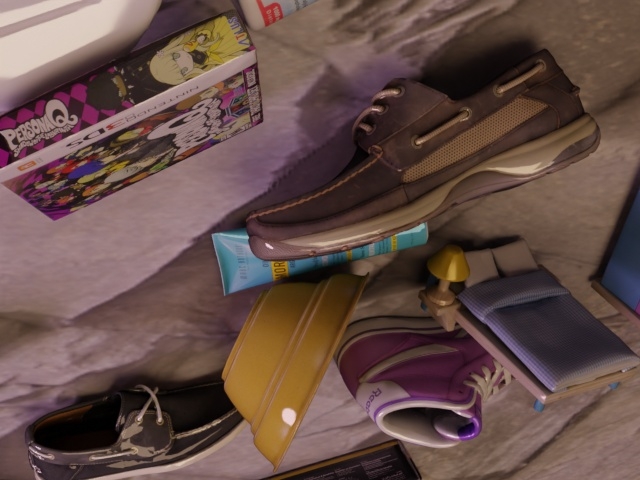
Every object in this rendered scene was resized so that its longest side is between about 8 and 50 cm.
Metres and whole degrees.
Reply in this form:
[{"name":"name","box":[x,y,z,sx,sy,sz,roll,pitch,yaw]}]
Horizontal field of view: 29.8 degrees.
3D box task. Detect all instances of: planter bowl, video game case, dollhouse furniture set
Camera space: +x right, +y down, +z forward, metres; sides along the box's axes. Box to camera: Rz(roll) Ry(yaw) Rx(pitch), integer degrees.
[{"name":"planter bowl","box":[-0.037,0.110,1.182,0.090,0.217,0.217,25,116,1]},{"name":"video game case","box":[-0.148,-0.091,0.955,0.210,0.041,0.232,-25,174,-5]},{"name":"dollhouse furniture set","box":[0.298,0.049,1.186,0.303,0.286,0.198,-9,128,-32]}]

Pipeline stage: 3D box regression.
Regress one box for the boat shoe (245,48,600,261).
[{"name":"boat shoe","box":[0.084,-0.081,1.110,0.355,0.132,0.130,-21,89,-20]}]

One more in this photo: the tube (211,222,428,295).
[{"name":"tube","box":[0.000,0.000,1.182,0.207,0.052,0.080,-13,125,-7]}]

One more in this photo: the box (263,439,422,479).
[{"name":"box","box":[-0.038,0.389,1.429,0.322,0.079,0.257,-15,127,-13]}]

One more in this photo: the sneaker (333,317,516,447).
[{"name":"sneaker","box":[0.168,0.153,1.291,0.282,0.161,0.102,-8,125,-20]}]

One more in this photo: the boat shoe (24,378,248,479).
[{"name":"boat shoe","box":[-0.179,0.185,1.211,0.233,0.084,0.079,-14,133,-11]}]

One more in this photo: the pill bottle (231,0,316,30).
[{"name":"pill bottle","box":[-0.004,-0.241,0.971,0.160,0.087,0.087,-27,130,-2]}]

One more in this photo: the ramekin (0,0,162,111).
[{"name":"ramekin","box":[-0.237,-0.225,0.851,0.277,0.135,0.277,-12,128,-15]}]
